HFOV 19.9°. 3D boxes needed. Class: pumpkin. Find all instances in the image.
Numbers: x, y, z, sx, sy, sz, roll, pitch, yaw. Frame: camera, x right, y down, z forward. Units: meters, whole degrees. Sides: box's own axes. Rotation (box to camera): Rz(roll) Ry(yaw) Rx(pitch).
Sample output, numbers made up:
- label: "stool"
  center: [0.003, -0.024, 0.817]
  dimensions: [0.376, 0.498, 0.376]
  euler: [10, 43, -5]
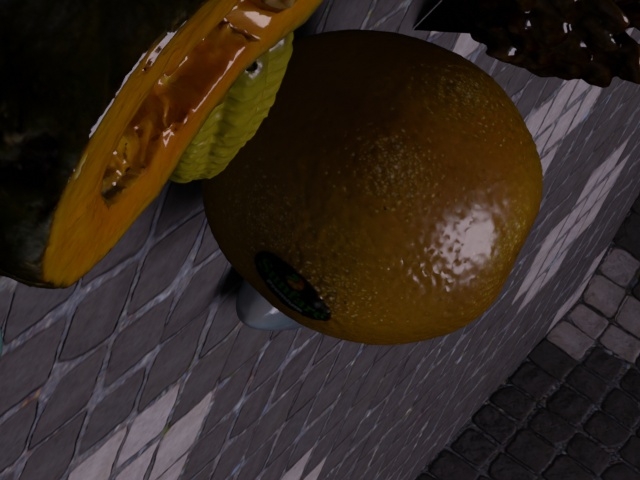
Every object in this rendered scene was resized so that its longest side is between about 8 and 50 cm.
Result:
- label: "pumpkin"
  center: [-0.081, -0.137, 0.834]
  dimensions: [0.317, 0.139, 0.222]
  euler: [-48, 167, -23]

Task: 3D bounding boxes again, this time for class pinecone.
- label: "pinecone"
  center: [0.179, -0.219, 1.349]
  dimensions: [0.201, 0.229, 0.203]
  euler: [-31, 138, -39]

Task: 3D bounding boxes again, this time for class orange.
- label: "orange"
  center: [0.036, -0.036, 1.267]
  dimensions: [0.236, 0.236, 0.236]
  euler: [-50, 165, -18]

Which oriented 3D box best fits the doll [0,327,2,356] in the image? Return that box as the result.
- label: "doll"
  center: [-0.201, 0.026, 0.974]
  dimensions: [0.159, 0.059, 0.159]
  euler: [-40, 160, -43]

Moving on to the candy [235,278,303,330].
- label: "candy"
  center: [0.000, 0.000, 1.552]
  dimensions: [0.174, 0.071, 0.138]
  euler: [-58, 166, 7]

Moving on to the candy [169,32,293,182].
- label: "candy"
  center: [-0.075, -0.090, 1.044]
  dimensions: [0.094, 0.106, 0.199]
  euler: [-31, 164, -21]

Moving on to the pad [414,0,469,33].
- label: "pad"
  center: [0.183, -0.205, 1.518]
  dimensions: [0.127, 0.190, 0.004]
  euler: [-46, 128, -31]
